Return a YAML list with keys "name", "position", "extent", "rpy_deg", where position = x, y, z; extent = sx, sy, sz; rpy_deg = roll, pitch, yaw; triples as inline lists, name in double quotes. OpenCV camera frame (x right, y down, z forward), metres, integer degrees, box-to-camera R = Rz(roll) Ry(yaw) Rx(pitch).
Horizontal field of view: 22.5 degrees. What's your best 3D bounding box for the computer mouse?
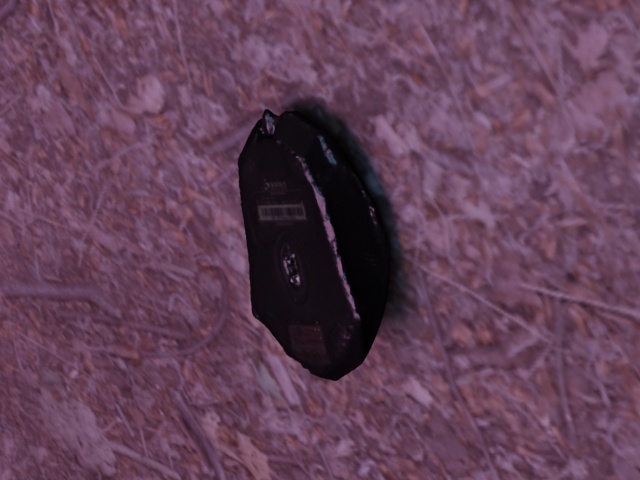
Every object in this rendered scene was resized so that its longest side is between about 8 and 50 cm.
- name: "computer mouse"
  position: [0.000, 0.000, 0.974]
  extent: [0.099, 0.057, 0.172]
  rpy_deg: [3, 108, 50]
